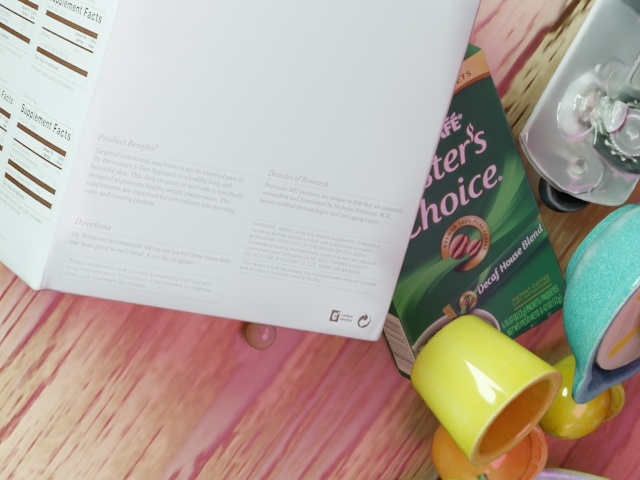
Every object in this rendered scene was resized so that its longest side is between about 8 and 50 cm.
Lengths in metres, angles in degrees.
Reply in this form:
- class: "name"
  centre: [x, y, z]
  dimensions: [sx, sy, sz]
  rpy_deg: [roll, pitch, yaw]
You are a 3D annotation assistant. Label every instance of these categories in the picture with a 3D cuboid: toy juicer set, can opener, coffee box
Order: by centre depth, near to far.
- class: "coffee box"
  centre: [0.070, -0.013, 1.098]
  dimensions: [0.113, 0.040, 0.184]
  rpy_deg: [-31, 119, -17]
- class: "toy juicer set"
  centre: [0.197, 0.048, 1.119]
  dimensions: [0.329, 0.089, 0.209]
  rpy_deg: [-38, 153, -18]
- class: "can opener"
  centre: [0.205, -0.146, 1.125]
  dimensions: [0.076, 0.095, 0.283]
  rpy_deg: [31, 81, -5]

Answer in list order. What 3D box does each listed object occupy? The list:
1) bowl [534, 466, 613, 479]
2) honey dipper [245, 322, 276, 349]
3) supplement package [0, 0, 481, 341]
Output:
- class: "bowl"
  centre: [0.132, 0.299, 1.140]
  dimensions: [0.289, 0.289, 0.156]
  rpy_deg: [-18, 147, -24]
- class: "honey dipper"
  centre: [0.000, 0.000, 1.042]
  dimensions: [0.030, 0.030, 0.160]
  rpy_deg: [12, 126, -32]
- class: "supplement package"
  centre: [-0.055, -0.077, 0.939]
  dimensions: [0.194, 0.149, 0.203]
  rpy_deg: [11, 101, -32]
